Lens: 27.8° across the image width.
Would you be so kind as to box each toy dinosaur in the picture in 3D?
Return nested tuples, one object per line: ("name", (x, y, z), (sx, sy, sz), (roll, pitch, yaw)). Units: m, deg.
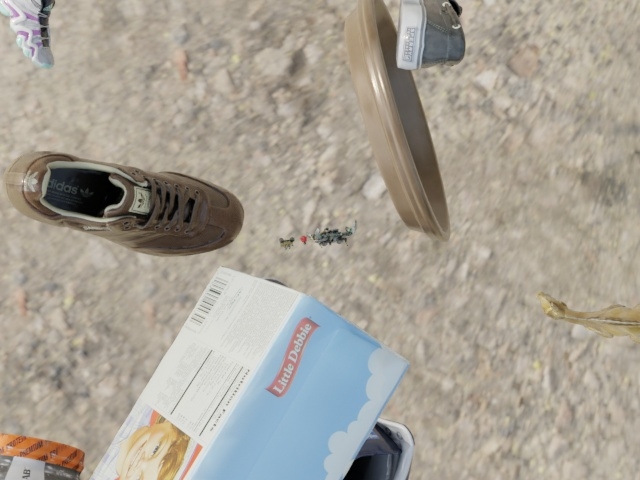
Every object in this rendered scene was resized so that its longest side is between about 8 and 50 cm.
("toy dinosaur", (0.278, 0.072, 1.124), (0.183, 0.092, 0.053), (-1, 82, 40))

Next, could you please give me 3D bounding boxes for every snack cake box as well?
("snack cake box", (-0.072, 0.154, 0.803), (0.089, 0.152, 0.264), (35, 82, -23))

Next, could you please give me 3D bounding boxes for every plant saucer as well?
("plant saucer", (0.081, -0.128, 1.369), (0.041, 0.278, 0.278), (-17, 100, 11))

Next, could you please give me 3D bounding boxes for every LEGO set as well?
("LEGO set", (0.000, 0.000, 1.312), (0.083, 0.054, 0.023), (-18, 81, 33))

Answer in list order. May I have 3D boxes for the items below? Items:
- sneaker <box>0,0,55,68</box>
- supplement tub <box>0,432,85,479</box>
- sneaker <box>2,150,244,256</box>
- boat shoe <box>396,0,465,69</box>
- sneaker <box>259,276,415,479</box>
("sneaker", (-0.303, -0.241, 1.407), (0.069, 0.038, 0.098), (-30, 97, 21))
("supplement tub", (-0.248, 0.254, 1.025), (0.117, 0.117, 0.190), (3, 73, 16))
("sneaker", (-0.136, -0.022, 0.951), (0.188, 0.071, 0.066), (8, 92, -26))
("boat shoe", (0.069, -0.137, 0.817), (0.040, 0.142, 0.049), (5, 116, 2))
("sneaker", (0.001, 0.152, 1.241), (0.153, 0.099, 0.282), (-40, 63, 58))
